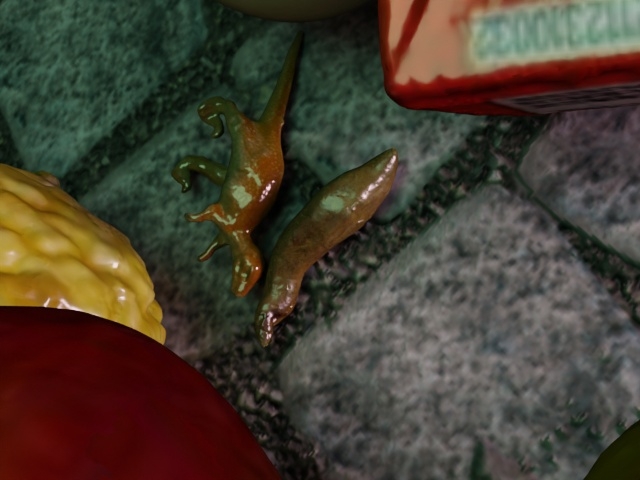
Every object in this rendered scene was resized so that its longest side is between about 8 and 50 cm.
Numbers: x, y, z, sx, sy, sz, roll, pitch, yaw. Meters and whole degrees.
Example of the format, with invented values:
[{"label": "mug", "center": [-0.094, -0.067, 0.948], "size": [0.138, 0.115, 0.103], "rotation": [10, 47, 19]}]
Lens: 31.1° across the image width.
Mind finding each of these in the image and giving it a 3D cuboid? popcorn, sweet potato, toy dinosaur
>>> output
[{"label": "popcorn", "center": [-0.225, 0.065, 0.743], "size": [0.225, 0.249, 0.249], "rotation": [-49, 57, 19]}, {"label": "sweet potato", "center": [-0.003, -0.002, 0.745], "size": [0.153, 0.038, 0.041], "rotation": [-53, 34, 9]}, {"label": "toy dinosaur", "center": [-0.037, -0.054, 0.784], "size": [0.162, 0.039, 0.126], "rotation": [-44, 59, 4]}]

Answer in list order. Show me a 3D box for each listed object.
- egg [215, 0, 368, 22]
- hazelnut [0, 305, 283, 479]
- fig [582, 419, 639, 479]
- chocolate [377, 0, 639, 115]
[{"label": "egg", "center": [-0.027, -0.262, 0.729], "size": [0.219, 0.219, 0.269], "rotation": [-22, 53, 24]}, {"label": "hazelnut", "center": [-0.160, 0.243, 0.496], "size": [0.353, 0.421, 0.420], "rotation": [27, 90, 6]}, {"label": "fig", "center": [0.237, 0.195, 0.386], "size": [0.343, 0.343, 0.343], "rotation": [-9, 71, 28]}, {"label": "chocolate", "center": [0.207, -0.238, 0.573], "size": [0.360, 0.161, 0.341], "rotation": [-5, 80, 25]}]
